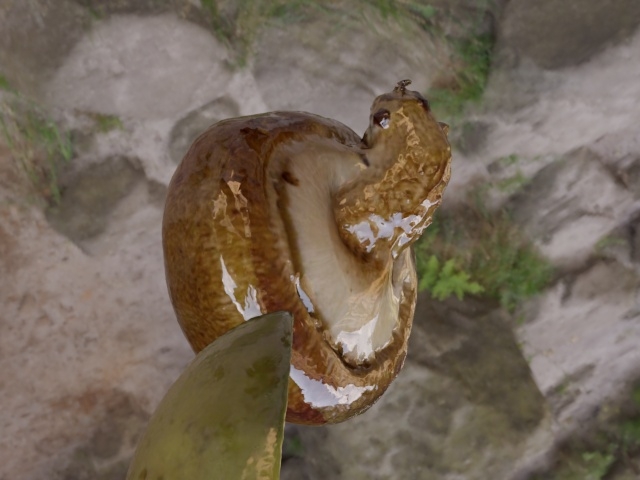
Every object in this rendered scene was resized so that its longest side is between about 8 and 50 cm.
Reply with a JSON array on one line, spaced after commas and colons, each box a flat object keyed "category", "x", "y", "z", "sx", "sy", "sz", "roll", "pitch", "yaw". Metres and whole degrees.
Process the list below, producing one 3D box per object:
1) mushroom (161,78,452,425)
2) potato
[{"category": "mushroom", "x": 0.000, "y": 0.000, "z": 0.991, "sx": 0.259, "sy": 0.346, "sz": 0.345, "roll": -19, "pitch": 161, "yaw": 31}, {"category": "potato", "x": -0.059, "y": 0.105, "z": 0.485, "sx": 0.081, "sy": 0.149, "sz": 0.120, "roll": 6, "pitch": 103, "yaw": -4}]
